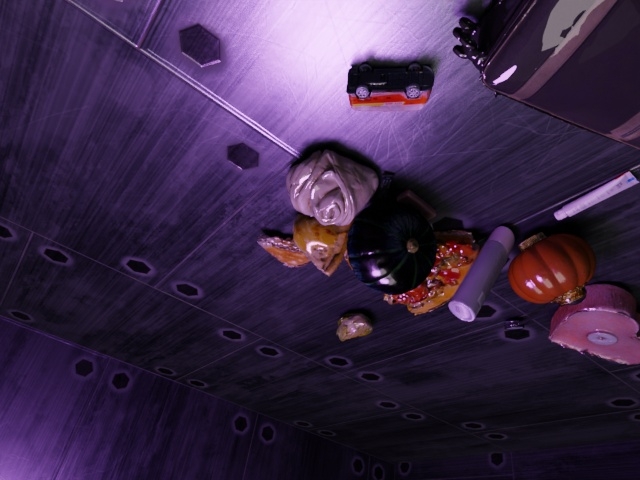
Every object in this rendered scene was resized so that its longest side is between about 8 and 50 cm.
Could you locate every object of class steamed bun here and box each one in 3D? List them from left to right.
[{"bbox_3d":[0.019,-0.113,1.168,0.218,0.144,0.211,28,140,-20],"label":"steamed bun"}]

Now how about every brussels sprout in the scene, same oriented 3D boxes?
[{"bbox_3d":[0.133,0.326,1.754,0.139,0.100,0.181,4,142,-8],"label":"brussels sprout"}]

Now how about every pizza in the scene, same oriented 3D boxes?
[{"bbox_3d":[-0.113,0.024,1.456,0.195,0.052,0.185,26,148,-25],"label":"pizza"},{"bbox_3d":[-0.006,-0.005,1.279,0.188,0.203,0.080,2,153,21],"label":"pizza"},{"bbox_3d":[0.245,0.106,1.413,0.407,0.130,0.439,12,143,-5],"label":"pizza"}]

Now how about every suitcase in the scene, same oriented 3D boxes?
[{"bbox_3d":[0.470,-0.332,0.735,0.435,0.194,0.283,17,143,-11],"label":"suitcase"}]

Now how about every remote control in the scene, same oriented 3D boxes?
[{"bbox_3d":[0.167,-0.142,1.199,0.034,0.016,0.091,-2,144,-10],"label":"remote control"}]

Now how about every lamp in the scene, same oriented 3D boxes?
[{"bbox_3d":[0.713,0.202,1.493,0.130,0.108,0.371,-3,157,-1],"label":"lamp"},{"bbox_3d":[0.615,0.077,1.222,0.223,0.196,0.223,-24,161,-9],"label":"lamp"}]

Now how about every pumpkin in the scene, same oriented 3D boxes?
[{"bbox_3d":[0.169,0.020,1.215,0.248,0.247,0.248,7,143,5],"label":"pumpkin"}]

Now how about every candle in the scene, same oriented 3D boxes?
[{"bbox_3d":[0.889,0.271,1.473,0.317,0.131,0.287,42,141,-21],"label":"candle"}]

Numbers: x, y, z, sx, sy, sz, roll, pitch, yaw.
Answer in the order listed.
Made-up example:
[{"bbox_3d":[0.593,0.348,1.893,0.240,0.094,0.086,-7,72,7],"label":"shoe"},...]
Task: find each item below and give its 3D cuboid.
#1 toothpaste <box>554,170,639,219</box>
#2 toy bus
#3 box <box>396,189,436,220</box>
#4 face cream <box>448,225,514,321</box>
[{"bbox_3d":[0.664,-0.104,1.115,0.048,0.031,0.190,33,134,-22],"label":"toothpaste"},{"bbox_3d":[0.143,-0.310,0.942,0.175,0.079,0.077,3,151,9],"label":"toy bus"},{"bbox_3d":[0.259,-0.092,1.234,0.115,0.025,0.048,33,136,-26],"label":"box"},{"bbox_3d":[0.439,0.088,1.230,0.073,0.269,0.107,25,155,29],"label":"face cream"}]
